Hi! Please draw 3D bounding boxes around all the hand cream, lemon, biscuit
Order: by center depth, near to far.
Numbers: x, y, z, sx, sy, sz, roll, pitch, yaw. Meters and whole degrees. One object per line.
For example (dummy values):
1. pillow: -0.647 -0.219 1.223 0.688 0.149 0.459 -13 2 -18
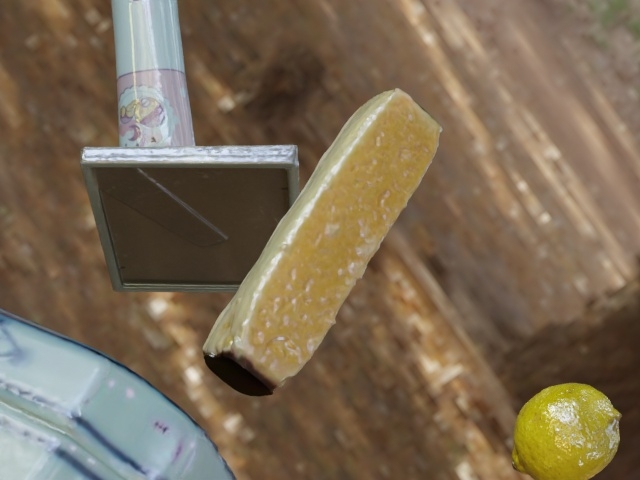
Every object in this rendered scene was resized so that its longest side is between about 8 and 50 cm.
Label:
1. biscuit: 0.000 0.000 1.024 0.052 0.188 0.056 39 -21 -15
2. hand cream: -0.145 -0.123 1.589 0.058 0.085 0.331 110 -26 -77
3. lemon: 0.265 0.212 1.990 0.109 0.133 0.109 57 12 -20

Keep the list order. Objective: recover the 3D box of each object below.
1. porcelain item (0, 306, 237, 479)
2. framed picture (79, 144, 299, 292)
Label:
1. porcelain item: -0.186 0.163 1.174 0.286 0.157 0.281 19 -25 30
2. framed picture: -0.087 -0.012 1.323 0.203 0.150 0.015 87 3 -62
